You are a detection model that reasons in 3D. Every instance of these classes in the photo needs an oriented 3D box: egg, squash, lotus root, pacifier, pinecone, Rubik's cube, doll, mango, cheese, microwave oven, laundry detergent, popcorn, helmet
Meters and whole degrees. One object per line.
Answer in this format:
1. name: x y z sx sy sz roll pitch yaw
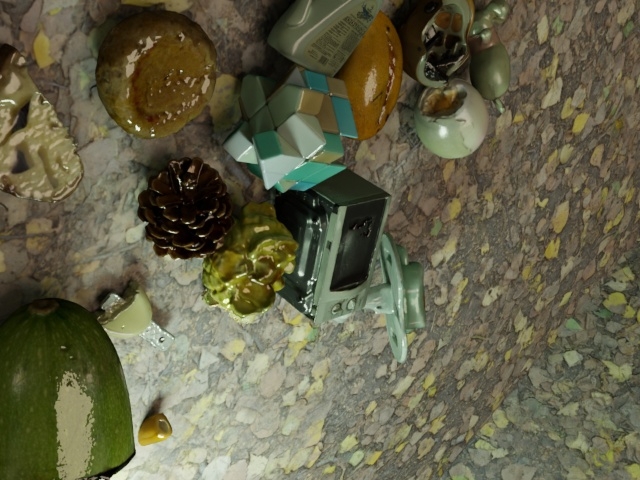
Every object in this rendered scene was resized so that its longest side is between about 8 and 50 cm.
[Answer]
1. egg: 0.329 -0.295 2.007 0.183 0.183 0.217 -55 148 -3
2. squash: -0.488 0.246 1.463 0.310 0.310 0.309 -5 101 -46
3. lotus root: -0.487 -0.163 1.300 0.170 0.074 0.261 -42 139 -15
4. pacifier: 0.138 0.149 2.112 0.269 0.288 0.344 -4 102 -4
5. pinecone: -0.258 -0.066 1.539 0.186 0.168 0.212 -57 158 -23
6. Rubik's cube: -0.073 -0.220 1.591 0.212 0.225 0.265 2 158 -46
7. doll: 0.412 -0.453 2.003 0.155 0.113 0.275 -70 156 -78
8. mango: 0.107 -0.360 1.766 0.177 0.120 0.295 -14 125 -44
9. cheese: -0.378 0.171 1.665 0.127 0.049 0.235 -50 140 -11
10. microwave oven: 0.000 0.000 1.806 0.181 0.237 0.295 -16 128 -40
11. laundry detergent: 0.033 -0.467 1.582 0.281 0.105 0.214 -54 152 15
12. popcorn: -0.144 0.042 1.683 0.181 0.217 0.235 23 108 -21
13. helmet: 0.248 -0.466 1.840 0.198 0.130 0.224 36 77 -56

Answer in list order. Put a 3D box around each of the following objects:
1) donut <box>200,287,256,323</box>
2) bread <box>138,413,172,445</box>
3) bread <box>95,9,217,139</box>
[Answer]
1. donut: -0.187 0.127 1.830 0.108 0.065 0.166 -54 142 -5
2. bread: -0.387 0.435 1.851 0.049 0.103 0.062 -26 90 -48
3. bread: -0.287 -0.288 1.388 0.230 0.123 0.230 -33 141 -33
